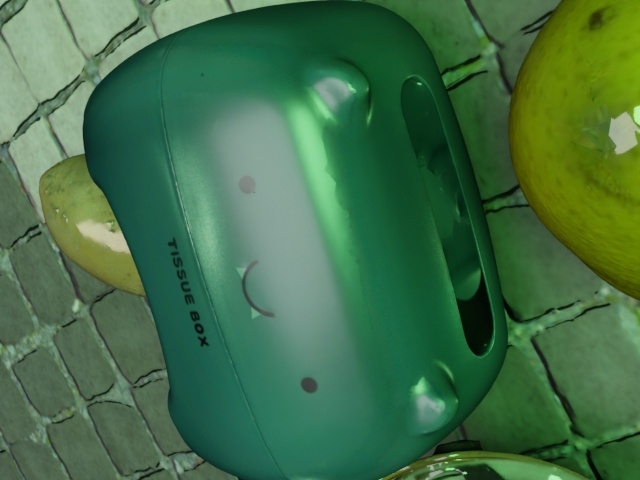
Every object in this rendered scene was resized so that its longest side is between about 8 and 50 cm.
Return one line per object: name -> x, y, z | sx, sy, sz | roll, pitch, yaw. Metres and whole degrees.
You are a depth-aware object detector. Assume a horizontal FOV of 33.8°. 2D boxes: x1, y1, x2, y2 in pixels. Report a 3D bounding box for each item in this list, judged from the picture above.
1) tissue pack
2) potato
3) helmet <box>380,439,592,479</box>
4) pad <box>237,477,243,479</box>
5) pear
tissue pack -> 0.000, 0.000, 0.642 | 0.206, 0.198, 0.287 | -6, 102, 41
potato -> -0.150, -0.012, 0.827 | 0.147, 0.112, 0.112 | 31, 125, 17
helmet -> 0.102, 0.225, 0.661 | 0.224, 0.130, 0.198 | 0, 81, 9
pad -> -0.013, 0.196, 0.870 | 0.157, 0.003, 0.112 | -29, 89, 42
pear -> 0.174, -0.062, 0.485 | 0.267, 0.178, 0.267 | 10, 105, 43
